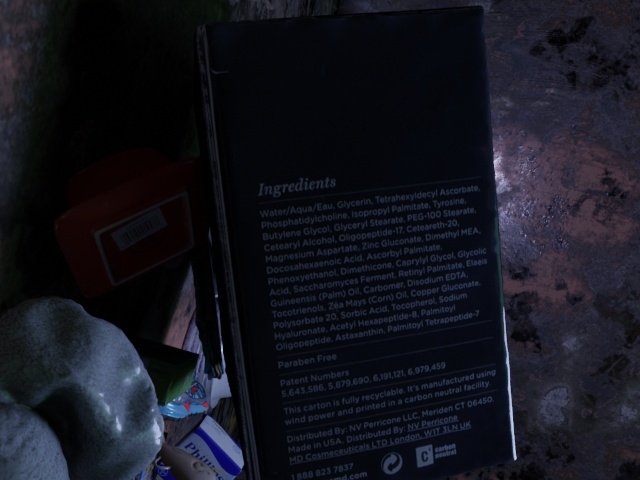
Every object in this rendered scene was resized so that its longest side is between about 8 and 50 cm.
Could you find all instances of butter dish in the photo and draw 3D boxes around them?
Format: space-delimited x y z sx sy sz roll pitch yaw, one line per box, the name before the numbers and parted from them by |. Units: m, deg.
butter dish | -0.214 -0.039 0.658 0.160 0.118 0.160 -28 153 -23

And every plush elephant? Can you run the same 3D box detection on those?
plush elephant | -0.217 0.183 0.340 0.272 0.329 0.256 -59 146 -56

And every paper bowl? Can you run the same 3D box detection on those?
paper bowl | -0.236 0.266 1.478 0.284 0.148 0.285 15 90 -89

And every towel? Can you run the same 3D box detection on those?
towel | -0.201 0.067 1.024 0.370 0.040 0.272 106 -25 -65

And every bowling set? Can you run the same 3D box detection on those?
bowling set | -0.321 0.475 0.998 0.200 0.154 0.287 -64 166 15

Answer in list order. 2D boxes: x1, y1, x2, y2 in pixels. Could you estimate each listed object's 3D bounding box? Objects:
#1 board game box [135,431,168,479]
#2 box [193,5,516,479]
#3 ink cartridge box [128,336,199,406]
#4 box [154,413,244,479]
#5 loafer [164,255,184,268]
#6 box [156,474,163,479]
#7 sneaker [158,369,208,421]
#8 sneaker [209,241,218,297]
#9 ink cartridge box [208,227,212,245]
board game box | -0.362 0.492 1.198 0.136 0.035 0.201 64 40 -86
box | 0.000 0.000 0.803 0.480 0.297 0.472 -154 -124 -77
ink cartridge box | -0.259 0.199 0.954 0.209 0.108 0.062 72 33 -85
box | -0.240 0.451 1.228 0.137 0.126 0.072 -45 179 7
loafer | -0.238 -0.014 0.993 0.039 0.045 0.125 -85 -176 -60
box | -0.338 0.621 1.419 0.232 0.126 0.149 -31 135 -86
sneaker | -0.274 0.286 1.214 0.262 0.104 0.125 90 13 -81
sneaker | -0.235 0.046 1.340 0.065 0.061 0.158 65 28 -72
ink cartridge box | -0.102 0.005 1.345 0.197 0.198 0.270 -73 152 -51
